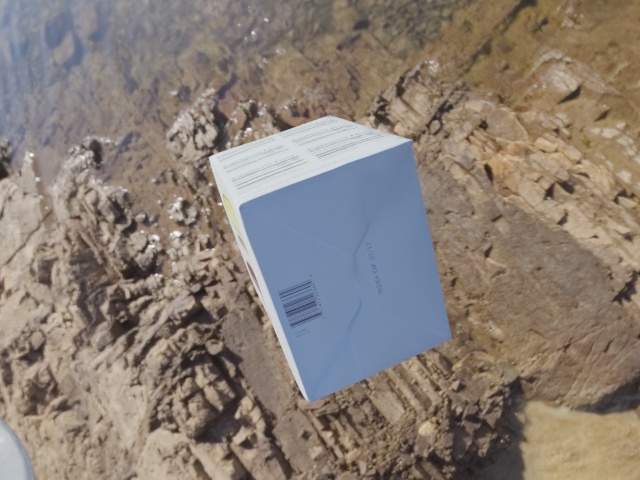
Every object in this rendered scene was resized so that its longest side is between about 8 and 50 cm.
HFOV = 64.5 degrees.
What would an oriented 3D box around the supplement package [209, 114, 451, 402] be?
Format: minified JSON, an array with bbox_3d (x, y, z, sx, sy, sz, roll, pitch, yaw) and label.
[{"bbox_3d":[0.000,0.000,0.499,0.203,0.149,0.194,-133,24,-64],"label":"supplement package"}]

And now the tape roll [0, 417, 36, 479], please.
[{"bbox_3d":[-0.302,0.097,0.146,0.392,0.392,0.072,17,87,34],"label":"tape roll"}]
